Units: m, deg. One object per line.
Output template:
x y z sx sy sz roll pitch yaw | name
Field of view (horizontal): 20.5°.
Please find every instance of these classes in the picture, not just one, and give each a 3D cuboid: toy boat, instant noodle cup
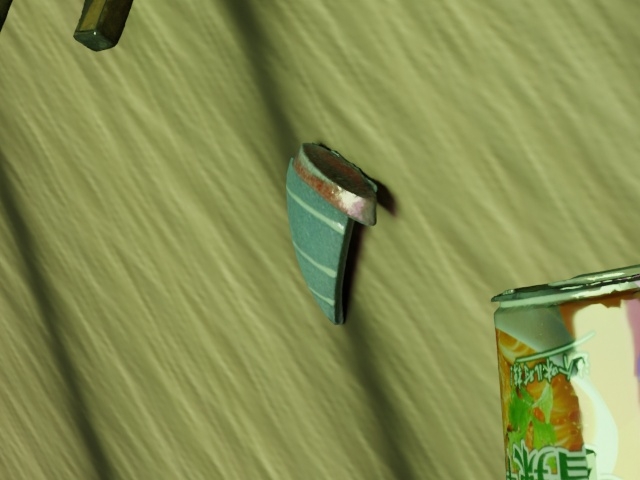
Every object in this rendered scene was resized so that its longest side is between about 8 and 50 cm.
0.000 0.001 1.234 0.096 0.034 0.122 41 133 38 | toy boat
0.217 0.109 0.863 0.296 0.296 0.214 -12 87 49 | instant noodle cup

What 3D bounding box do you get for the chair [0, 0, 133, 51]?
-0.192 -0.357 1.219 0.240 0.416 0.203 38 154 -32 | chair
